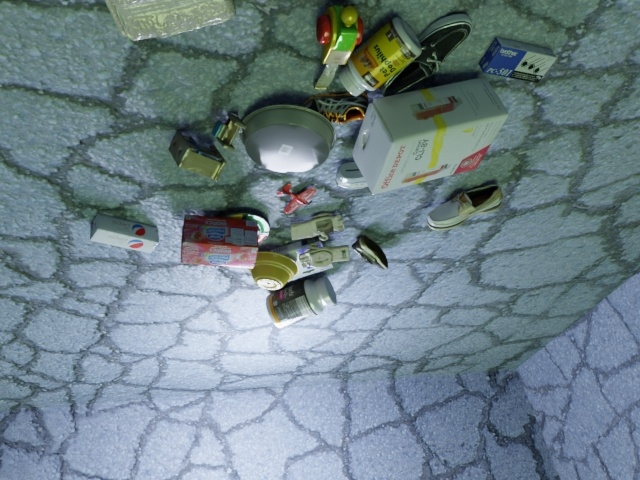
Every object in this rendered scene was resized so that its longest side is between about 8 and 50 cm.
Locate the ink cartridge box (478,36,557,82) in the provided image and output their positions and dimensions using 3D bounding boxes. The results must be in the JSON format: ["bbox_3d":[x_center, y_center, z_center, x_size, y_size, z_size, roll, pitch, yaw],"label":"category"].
[{"bbox_3d":[0.577,-0.525,1.751,0.206,0.046,0.097,3,142,-23],"label":"ink cartridge box"}]

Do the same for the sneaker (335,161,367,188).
[{"bbox_3d":[0.173,-0.224,2.031,0.257,0.094,0.091,1,162,-13],"label":"sneaker"}]

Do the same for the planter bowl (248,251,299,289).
[{"bbox_3d":[-0.197,0.135,2.351,0.216,0.091,0.217,7,149,4],"label":"planter bowl"}]

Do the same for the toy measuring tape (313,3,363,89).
[{"bbox_3d":[0.033,-0.514,1.556,0.121,0.122,0.330,-4,168,-15],"label":"toy measuring tape"}]

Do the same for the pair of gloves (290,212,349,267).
[{"bbox_3d":[0.000,0.000,2.270,0.204,0.042,0.240,-16,127,-1],"label":"pair of gloves"}]

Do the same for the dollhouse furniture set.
[{"bbox_3d":[-0.329,-0.296,1.725,0.129,0.129,0.184,18,111,-38],"label":"dollhouse furniture set"}]

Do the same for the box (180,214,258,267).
[{"bbox_3d":[-0.348,0.005,2.063,0.256,0.128,0.123,4,139,-14],"label":"box"}]

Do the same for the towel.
[{"bbox_3d":[-0.349,-0.561,1.366,0.281,0.049,0.187,-14,147,0],"label":"towel"}]

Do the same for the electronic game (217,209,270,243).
[{"bbox_3d":[-0.295,-0.034,2.164,0.229,0.048,0.229,-10,146,-7],"label":"electronic game"}]

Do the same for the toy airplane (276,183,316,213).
[{"bbox_3d":[-0.091,-0.151,2.081,0.151,0.028,0.151,-10,145,-7],"label":"toy airplane"}]

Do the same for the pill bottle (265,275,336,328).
[{"bbox_3d":[-0.082,0.261,2.575,0.278,0.162,0.162,-23,146,13],"label":"pill bottle"}]

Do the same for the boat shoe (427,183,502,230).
[{"bbox_3d":[0.543,-0.136,2.266,0.302,0.113,0.103,-22,146,-6],"label":"boat shoe"}]

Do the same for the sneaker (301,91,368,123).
[{"bbox_3d":[0.040,-0.378,1.745,0.214,0.083,0.084,-12,148,0],"label":"sneaker"}]

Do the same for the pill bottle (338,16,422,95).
[{"bbox_3d":[0.155,-0.483,1.597,0.215,0.117,0.117,-34,142,28],"label":"pill bottle"}]

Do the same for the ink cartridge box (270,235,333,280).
[{"bbox_3d":[-0.072,0.075,2.405,0.206,0.045,0.208,-18,144,6],"label":"ink cartridge box"}]

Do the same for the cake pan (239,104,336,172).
[{"bbox_3d":[-0.098,-0.291,1.786,0.292,0.054,0.293,2,153,1],"label":"cake pan"}]

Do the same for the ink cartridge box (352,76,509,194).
[{"bbox_3d":[0.320,-0.309,1.797,0.384,0.161,0.279,-15,155,-17],"label":"ink cartridge box"}]

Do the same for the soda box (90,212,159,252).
[{"bbox_3d":[-0.663,-0.023,2.031,0.216,0.069,0.074,15,138,-37],"label":"soda box"}]

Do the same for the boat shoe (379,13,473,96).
[{"bbox_3d":[0.286,-0.497,1.637,0.301,0.102,0.108,-27,144,20],"label":"boat shoe"}]

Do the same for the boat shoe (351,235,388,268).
[{"bbox_3d":[0.203,0.055,2.453,0.073,0.080,0.223,-23,141,24],"label":"boat shoe"}]
